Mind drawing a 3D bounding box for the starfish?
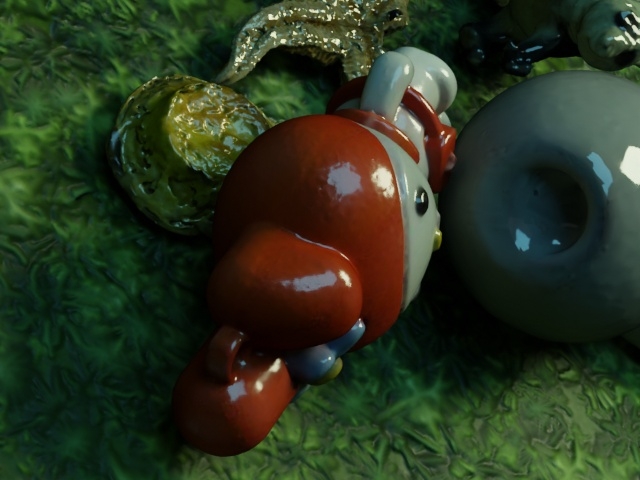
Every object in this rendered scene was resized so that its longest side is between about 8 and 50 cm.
[{"bbox_3d":[0.000,-0.153,1.128,0.138,0.050,0.247,22,47,-16],"label":"starfish"}]

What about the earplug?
[{"bbox_3d":[0.229,-0.016,1.072,0.325,0.175,0.214,4,94,-26],"label":"earplug"}]

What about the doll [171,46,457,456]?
[{"bbox_3d":[0.000,0.000,0.942,0.130,0.161,0.290,22,50,14],"label":"doll"}]

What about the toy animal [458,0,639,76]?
[{"bbox_3d":[0.177,-0.170,1.173,0.121,0.225,0.094,1,101,-11],"label":"toy animal"}]

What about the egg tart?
[{"bbox_3d":[-0.071,-0.056,1.011,0.130,0.052,0.130,16,54,-23],"label":"egg tart"}]
